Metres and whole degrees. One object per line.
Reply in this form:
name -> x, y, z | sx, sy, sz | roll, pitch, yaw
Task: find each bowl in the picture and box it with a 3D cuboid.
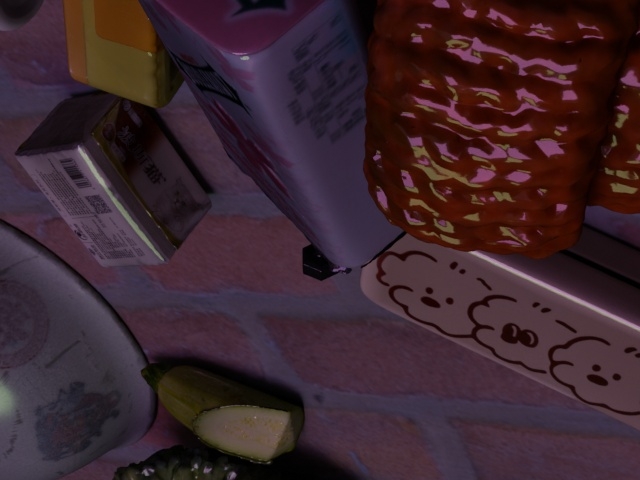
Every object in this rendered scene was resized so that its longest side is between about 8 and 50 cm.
bowl -> -0.427, 0.167, 1.909 | 0.435, 0.196, 0.435 | 22, 143, 18

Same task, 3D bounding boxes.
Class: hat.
hat -> 0.234, -0.122, 1.068 | 0.400, 0.285, 0.285 | 4, 140, 4

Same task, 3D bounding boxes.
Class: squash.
squash -> -0.124, 0.184, 1.794 | 0.200, 0.075, 0.090 | 20, 152, 19

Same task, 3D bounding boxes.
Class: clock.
clock -> -0.138, -0.217, 1.275 | 0.096, 0.143, 0.202 | 22, 143, 12

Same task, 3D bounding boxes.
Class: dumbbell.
dumbbell -> 0.000, 0.000, 1.515 | 0.036, 0.040, 0.083 | 51, 156, 34

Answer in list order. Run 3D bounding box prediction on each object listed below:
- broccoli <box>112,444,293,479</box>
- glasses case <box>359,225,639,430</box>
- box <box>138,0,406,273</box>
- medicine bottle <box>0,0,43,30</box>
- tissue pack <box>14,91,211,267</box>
broccoli -> -0.113, 0.388, 1.837 | 0.293, 0.281, 0.348 | 0, 147, 46
glasses case -> 0.201, 0.054, 1.387 | 0.336, 0.076, 0.144 | 25, 143, 12
box -> -0.035, -0.122, 1.198 | 0.190, 0.112, 0.369 | 48, 172, 27
medicine bottle -> -0.336, -0.253, 1.423 | 0.187, 0.103, 0.103 | 18, 142, 21
tissue pack -> -0.195, -0.059, 1.543 | 0.106, 0.099, 0.148 | -3, 131, 43
